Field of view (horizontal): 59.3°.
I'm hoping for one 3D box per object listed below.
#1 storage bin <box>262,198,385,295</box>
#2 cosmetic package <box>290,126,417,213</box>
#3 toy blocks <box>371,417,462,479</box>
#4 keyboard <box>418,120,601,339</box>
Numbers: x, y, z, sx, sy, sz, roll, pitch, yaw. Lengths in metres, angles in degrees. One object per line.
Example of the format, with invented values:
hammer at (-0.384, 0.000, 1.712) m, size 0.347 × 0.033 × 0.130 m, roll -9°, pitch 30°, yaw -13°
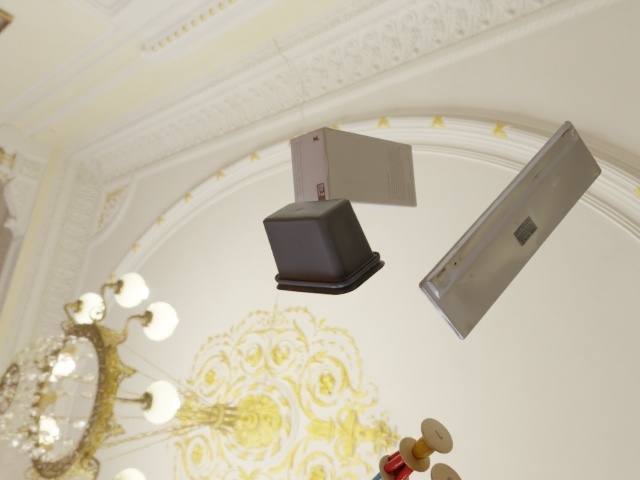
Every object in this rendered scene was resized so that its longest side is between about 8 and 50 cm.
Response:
storage bin at (0.000, 0.000, 0.668) m, size 0.135 × 0.091 × 0.098 m, roll 1°, pitch -152°, yaw 47°
cosmetic package at (0.060, -0.108, 0.928) m, size 0.085 × 0.231 × 0.117 m, roll -10°, pitch -98°, yaw 44°
toy blocks at (0.120, 0.331, 0.759) m, size 0.148 × 0.054 × 0.123 m, roll -53°, pitch -159°, yaw 29°
keyboard at (0.196, -0.017, 0.557) m, size 0.256 × 0.072 × 0.014 m, roll -44°, pitch -160°, yaw -19°
